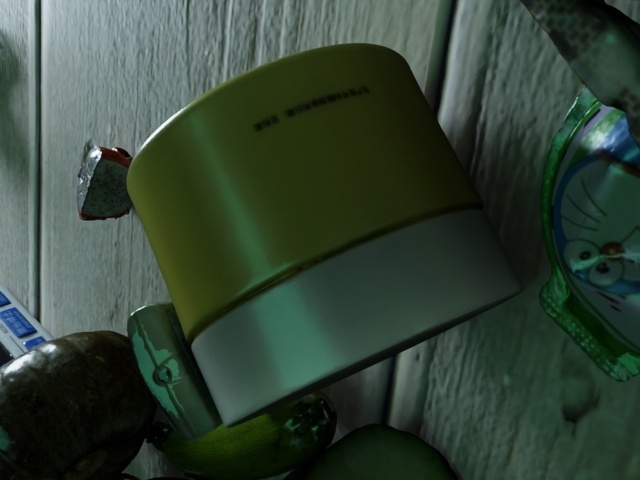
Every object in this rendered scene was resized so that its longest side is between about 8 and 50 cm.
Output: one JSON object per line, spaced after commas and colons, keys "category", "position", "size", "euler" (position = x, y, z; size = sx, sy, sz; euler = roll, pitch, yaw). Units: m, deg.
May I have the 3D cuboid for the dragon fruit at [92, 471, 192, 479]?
{"category": "dragon fruit", "position": [-0.147, 0.357, 0.785], "size": [0.268, 0.130, 0.295], "euler": [31, 124, 27]}

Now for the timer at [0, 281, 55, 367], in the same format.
{"category": "timer", "position": [-0.453, 0.152, 0.996], "size": [0.253, 0.178, 0.078], "euler": [36, 126, 32]}

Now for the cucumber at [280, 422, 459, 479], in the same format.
{"category": "cucumber", "position": [0.025, 0.242, 0.588], "size": [0.191, 0.191, 0.130], "euler": [55, 129, 18]}

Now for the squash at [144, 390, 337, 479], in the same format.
{"category": "squash", "position": [-0.067, 0.186, 0.722], "size": [0.318, 0.071, 0.080], "euler": [-24, 101, 48]}

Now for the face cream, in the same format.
{"category": "face cream", "position": [0.000, 0.000, 0.524], "size": [0.218, 0.218, 0.179], "euler": [-35, 75, 41]}

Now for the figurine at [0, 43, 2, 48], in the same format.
{"category": "figurine", "position": [-0.493, -0.220, 1.025], "size": [0.187, 0.083, 0.083], "euler": [-33, 77, 31]}

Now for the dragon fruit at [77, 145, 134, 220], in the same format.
{"category": "dragon fruit", "position": [-0.231, -0.064, 0.832], "size": [0.060, 0.056, 0.083], "euler": [46, 122, 53]}

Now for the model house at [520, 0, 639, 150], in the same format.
{"category": "model house", "position": [0.169, -0.160, 0.331], "size": [0.218, 0.205, 0.278], "euler": [-52, 59, 37]}

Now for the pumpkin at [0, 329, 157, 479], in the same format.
{"category": "pumpkin", "position": [-0.282, 0.187, 0.834], "size": [0.162, 0.219, 0.219], "euler": [41, 124, 24]}

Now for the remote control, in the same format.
{"category": "remote control", "position": [-0.079, 0.089, 0.619], "size": [0.038, 0.233, 0.098], "euler": [-29, 84, 11]}

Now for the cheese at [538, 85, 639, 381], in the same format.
{"category": "cheese", "position": [0.234, -0.046, 0.394], "size": [0.204, 0.083, 0.320], "euler": [49, 128, 23]}
